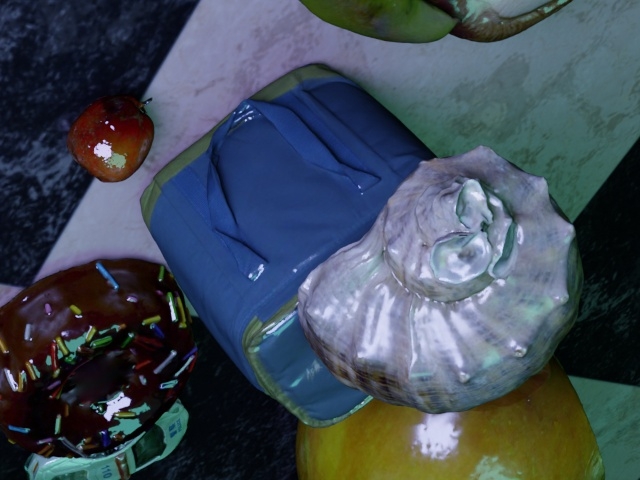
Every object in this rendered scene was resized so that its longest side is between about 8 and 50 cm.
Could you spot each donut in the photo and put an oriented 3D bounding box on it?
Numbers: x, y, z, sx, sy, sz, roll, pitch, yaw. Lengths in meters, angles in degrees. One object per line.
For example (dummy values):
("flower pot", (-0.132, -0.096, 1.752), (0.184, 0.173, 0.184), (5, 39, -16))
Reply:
("donut", (-0.224, 0.125, 1.217), (0.235, 0.089, 0.235), (-22, 139, -21))

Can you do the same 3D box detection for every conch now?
("conch", (0.108, 0.058, 0.967), (0.210, 0.159, 0.291), (-33, 142, -11))

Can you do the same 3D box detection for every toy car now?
("toy car", (-0.226, 0.227, 1.339), (0.186, 0.058, 0.093), (-21, 137, -19))

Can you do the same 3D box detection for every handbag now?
("handbag", (0.000, 0.000, 1.139), (0.263, 0.241, 0.222), (-36, 140, -3))

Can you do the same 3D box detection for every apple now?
("apple", (0.154, 0.214, 1.427), (0.384, 0.374, 0.374), (-44, 153, -43))

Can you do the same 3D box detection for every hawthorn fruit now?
("hawthorn fruit", (-0.178, -0.088, 1.058), (0.077, 0.077, 0.077), (-21, 138, -20))

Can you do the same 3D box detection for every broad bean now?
("broad bean", (-0.023, -0.224, 1.014), (0.325, 0.067, 0.075), (15, 114, -24))

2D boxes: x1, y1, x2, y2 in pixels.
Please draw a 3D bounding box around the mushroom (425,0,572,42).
("mushroom", (0.165, -0.285, 1.085), (0.194, 0.138, 0.231), (-27, 153, -33))
